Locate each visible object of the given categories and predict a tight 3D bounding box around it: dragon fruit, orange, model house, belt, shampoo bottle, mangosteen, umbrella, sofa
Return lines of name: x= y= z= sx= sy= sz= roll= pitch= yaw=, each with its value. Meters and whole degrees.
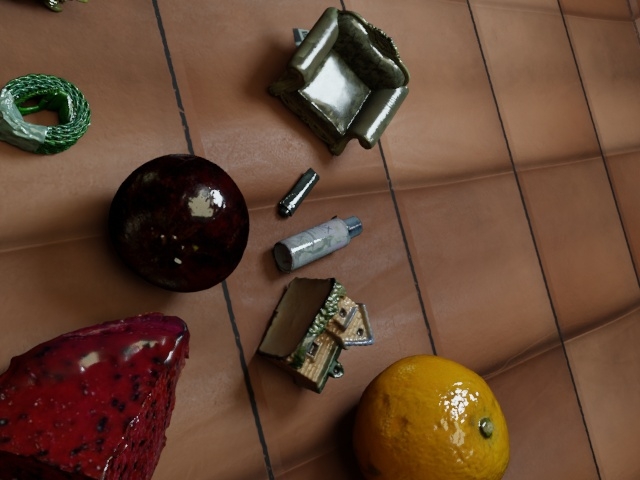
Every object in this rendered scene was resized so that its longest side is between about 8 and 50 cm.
dragon fruit: x=-0.295 y=0.256 z=0.977 sx=0.330 sy=0.240 sz=0.302 roll=-50 pitch=128 yaw=-27
orange: x=0.211 y=0.378 z=1.294 sx=0.312 sy=0.312 sz=0.312 roll=11 pitch=72 yaw=-35
model house: x=0.004 y=0.189 z=1.274 sx=0.172 sy=0.166 sz=0.183 roll=41 pitch=68 yaw=-26
belt: x=-0.450 y=-0.207 z=1.076 sx=0.151 sy=0.079 sz=0.121 roll=-6 pitch=82 yaw=-37
shampoo bottle: x=0.000 y=0.000 z=1.374 sx=0.214 sy=0.072 sz=0.072 roll=-24 pitch=93 yaw=-39
mangosteen: x=-0.226 y=-0.042 z=1.136 sx=0.235 sy=0.235 sz=0.261 roll=48 pitch=21 yaw=-18
umbrella: x=-0.045 y=-0.100 z=1.389 sx=0.036 sy=0.031 sz=0.133 roll=32 pitch=57 yaw=4
sofa: x=0.051 y=-0.332 z=1.406 sx=0.258 sy=0.182 sz=0.200 roll=43 pitch=67 yaw=-23

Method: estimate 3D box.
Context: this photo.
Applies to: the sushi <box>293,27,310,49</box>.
sushi: x=0.032 y=-0.423 z=1.530 sx=0.200 sy=0.031 sz=0.139 roll=-9 pitch=84 yaw=-38

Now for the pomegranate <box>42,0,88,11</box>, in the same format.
pomegranate: x=-0.469 y=-0.481 z=1.064 sx=0.245 sy=0.198 sz=0.198 roll=23 pitch=65 yaw=-35
